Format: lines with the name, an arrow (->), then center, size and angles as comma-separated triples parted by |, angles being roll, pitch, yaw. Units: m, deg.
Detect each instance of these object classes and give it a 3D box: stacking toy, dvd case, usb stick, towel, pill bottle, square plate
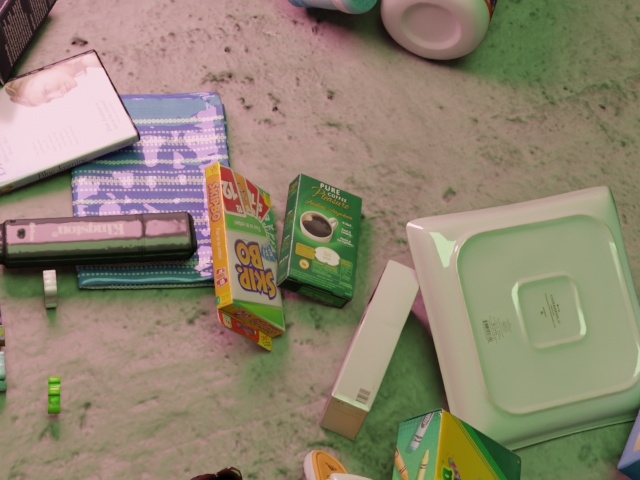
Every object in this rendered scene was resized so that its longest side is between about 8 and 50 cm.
stacking toy -> -0.435, 0.140, 1.809 | 0.167, 0.052, 0.221 | -3, 61, -12
dvd case -> -0.418, -0.175, 2.004 | 0.253, 0.022, 0.180 | -23, 64, -15
usb stick -> -0.313, -0.001, 1.896 | 0.278, 0.045, 0.077 | -3, 61, -10
towel -> -0.245, -0.082, 1.996 | 0.243, 0.040, 0.336 | -2, 59, -12
pill bottle -> 0.223, -0.469, 2.261 | 0.181, 0.181, 0.323 | 20, 56, 0
square plate -> 0.319, 0.108, 1.922 | 0.344, 0.049, 0.347 | -10, 81, -21

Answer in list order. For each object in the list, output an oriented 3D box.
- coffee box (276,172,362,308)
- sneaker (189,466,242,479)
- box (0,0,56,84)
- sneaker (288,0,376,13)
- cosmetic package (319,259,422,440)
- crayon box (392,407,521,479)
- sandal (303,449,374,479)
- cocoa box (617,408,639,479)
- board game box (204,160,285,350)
coffee box -> 0.000, 0.000, 1.981 | 0.113, 0.040, 0.184 | 20, 55, -22
sneaker -> -0.190, 0.375, 1.641 | 0.106, 0.162, 0.281 | 35, 57, 10
box -> -0.516, -0.354, 2.049 | 0.153, 0.108, 0.207 | 14, 55, 14
sneaker -> 0.032, -0.515, 2.228 | 0.208, 0.127, 0.319 | 6, 61, 40
cosmetic package -> 0.071, 0.151, 1.883 | 0.060, 0.099, 0.239 | 22, 55, 5
crayon box -> 0.167, 0.377, 1.725 | 0.165, 0.081, 0.278 | 34, 50, -31
sandal -> 0.038, 0.320, 1.697 | 0.102, 0.076, 0.265 | 30, 14, -23
cocoa box -> 0.606, 0.212, 1.857 | 0.228, 0.231, 0.347 | 36, 56, -7
board game box -> -0.108, 0.022, 1.921 | 0.124, 0.039, 0.259 | 33, 43, -47
